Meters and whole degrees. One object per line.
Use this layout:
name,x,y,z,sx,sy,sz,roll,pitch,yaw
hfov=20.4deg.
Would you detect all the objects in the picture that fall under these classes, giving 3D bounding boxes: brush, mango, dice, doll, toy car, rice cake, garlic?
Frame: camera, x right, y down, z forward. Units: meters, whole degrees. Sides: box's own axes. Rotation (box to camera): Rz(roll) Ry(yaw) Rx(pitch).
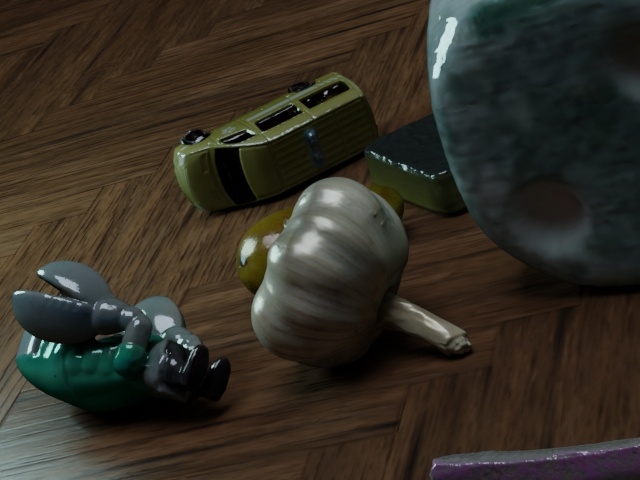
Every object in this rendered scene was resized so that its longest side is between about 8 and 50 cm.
brush,0.145,-0.097,2.107,0.123,0.059,0.197,-29,24,-19
mango,0.000,0.000,1.980,0.227,0.099,0.136,-30,18,-38
dice,0.325,-0.170,1.763,0.348,0.330,0.328,-6,28,30
doll,-0.200,0.113,1.882,0.258,0.195,0.153,14,71,15
toy car,-0.056,-0.120,2.288,0.257,0.101,0.124,-28,27,-16
rice cake,0.187,0.189,1.454,0.207,0.047,0.036,-8,20,29
garlic,0.057,0.050,1.772,0.226,0.199,0.199,23,42,20
